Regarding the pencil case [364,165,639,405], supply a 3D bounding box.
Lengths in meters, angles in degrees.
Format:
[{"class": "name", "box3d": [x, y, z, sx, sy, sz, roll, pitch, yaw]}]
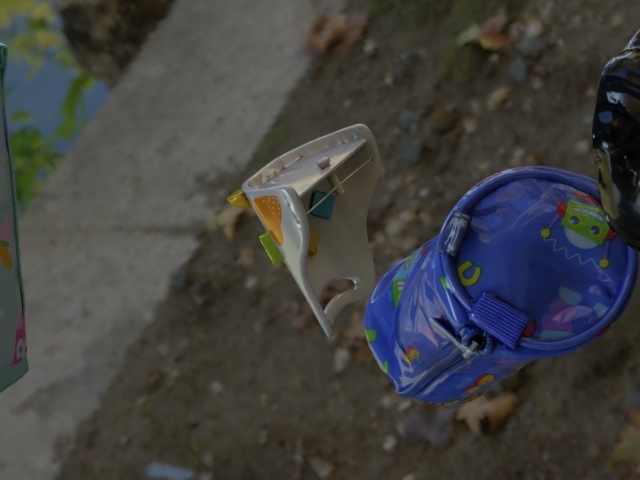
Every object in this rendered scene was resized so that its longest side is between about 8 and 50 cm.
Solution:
[{"class": "pencil case", "box3d": [0.109, 0.041, 1.054, 0.133, 0.119, 0.306, -49, -1, -14]}]

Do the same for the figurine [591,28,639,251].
[{"class": "figurine", "box3d": [0.246, -0.063, 0.597, 0.209, 0.092, 0.215, 14, 46, 35]}]

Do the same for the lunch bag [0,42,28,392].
[{"class": "lunch bag", "box3d": [-0.261, -0.003, 0.743, 0.262, 0.223, 0.160, -14, 19, -33]}]

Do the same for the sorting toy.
[{"class": "sorting toy", "box3d": [0.000, 0.000, 0.679, 0.045, 0.075, 0.083, -14, 15, 30]}]
